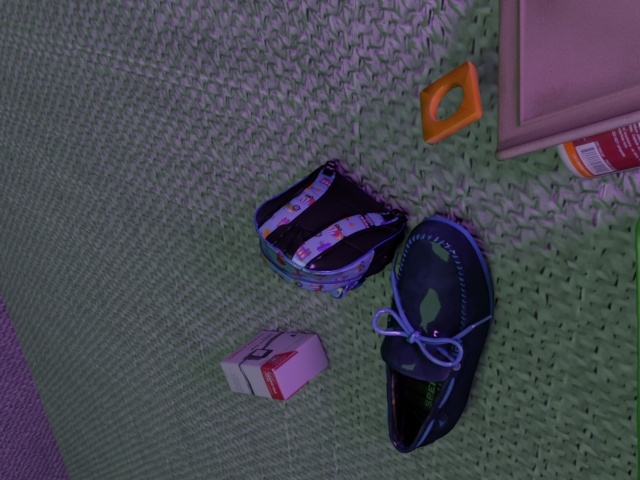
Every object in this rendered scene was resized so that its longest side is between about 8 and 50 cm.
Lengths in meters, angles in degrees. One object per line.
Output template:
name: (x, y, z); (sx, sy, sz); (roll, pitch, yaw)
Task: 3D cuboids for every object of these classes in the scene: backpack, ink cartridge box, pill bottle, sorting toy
backpack: (0.000, 0.000, 0.823); (0.158, 0.173, 0.116); (38, 137, 20)
ink cartridge box: (-0.080, 0.207, 1.090); (0.151, 0.109, 0.063); (-5, 112, 47)
pill bottle: (0.281, -0.107, 0.538); (0.152, 0.086, 0.086); (-12, 106, 48)
sorting toy: (0.227, -0.165, 0.521); (0.348, 0.047, 0.195); (-12, 63, 48)

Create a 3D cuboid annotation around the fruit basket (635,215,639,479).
fruit basket: (0.350, 0.155, 0.426); (0.283, 0.392, 0.391); (9, 121, 42)

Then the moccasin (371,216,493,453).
moccasin: (0.142, 0.141, 0.816); (0.138, 0.117, 0.341); (17, 126, 38)
